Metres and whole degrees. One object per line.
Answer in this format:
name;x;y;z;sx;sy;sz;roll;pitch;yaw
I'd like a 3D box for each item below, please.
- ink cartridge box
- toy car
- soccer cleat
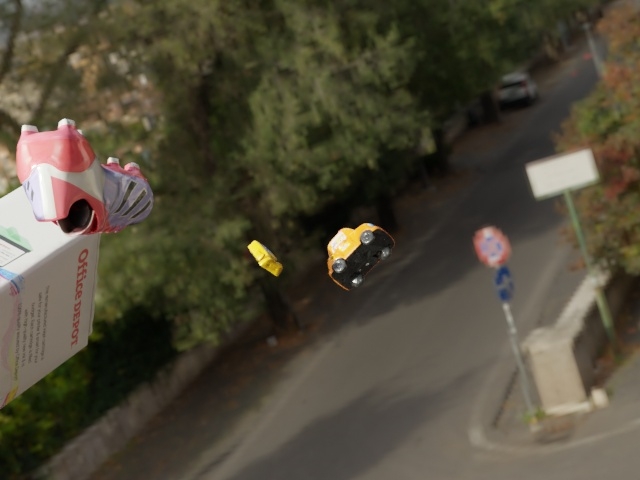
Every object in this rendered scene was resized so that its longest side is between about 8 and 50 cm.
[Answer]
ink cartridge box;-0.388;0.090;1.494;0.117;0.201;0.278;31;43;20
toy car;0.000;0.000;1.039;0.122;0.060;0.040;15;25;-43
soccer cleat;-0.219;-0.037;1.242;0.083;0.095;0.248;-6;-14;8
